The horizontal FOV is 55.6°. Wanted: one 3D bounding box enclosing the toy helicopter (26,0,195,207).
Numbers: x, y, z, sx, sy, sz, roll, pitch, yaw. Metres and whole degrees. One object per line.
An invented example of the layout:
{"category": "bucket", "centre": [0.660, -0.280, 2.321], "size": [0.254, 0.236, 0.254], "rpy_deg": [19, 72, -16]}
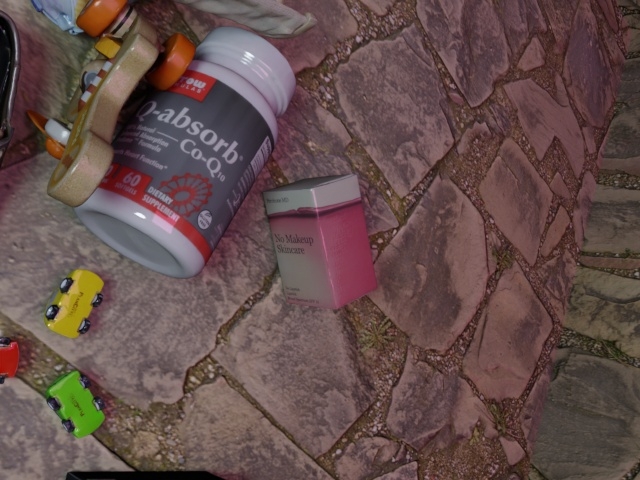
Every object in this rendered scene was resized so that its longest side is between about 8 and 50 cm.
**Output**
{"category": "toy helicopter", "centre": [-0.290, -0.158, 0.762], "size": [0.140, 0.235, 0.355], "rpy_deg": [38, 27, -33]}

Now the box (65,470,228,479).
{"category": "box", "centre": [-0.275, 0.464, 0.947], "size": [0.261, 0.103, 0.184], "rpy_deg": [21, 73, -43]}

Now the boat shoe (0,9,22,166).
{"category": "boat shoe", "centre": [-0.454, -0.128, 0.740], "size": [0.132, 0.130, 0.355], "rpy_deg": [12, 83, -43]}

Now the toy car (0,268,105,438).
{"category": "toy car", "centre": [-0.386, 0.183, 0.867], "size": [0.239, 0.053, 0.225], "rpy_deg": [-37, 116, -37]}

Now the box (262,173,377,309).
{"category": "box", "centre": [0.000, 0.000, 1.170], "size": [0.127, 0.148, 0.232], "rpy_deg": [-22, 105, -41]}

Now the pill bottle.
{"category": "pill bottle", "centre": [-0.193, -0.142, 0.939], "size": [0.210, 0.210, 0.363], "rpy_deg": [44, 61, -35]}

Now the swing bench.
{"category": "swing bench", "centre": [-0.148, -0.424, 0.839], "size": [0.253, 0.165, 0.255], "rpy_deg": [2, 86, -51]}

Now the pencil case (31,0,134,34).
{"category": "pencil case", "centre": [-0.292, -0.406, 0.902], "size": [0.273, 0.113, 0.124], "rpy_deg": [-42, 106, -36]}
